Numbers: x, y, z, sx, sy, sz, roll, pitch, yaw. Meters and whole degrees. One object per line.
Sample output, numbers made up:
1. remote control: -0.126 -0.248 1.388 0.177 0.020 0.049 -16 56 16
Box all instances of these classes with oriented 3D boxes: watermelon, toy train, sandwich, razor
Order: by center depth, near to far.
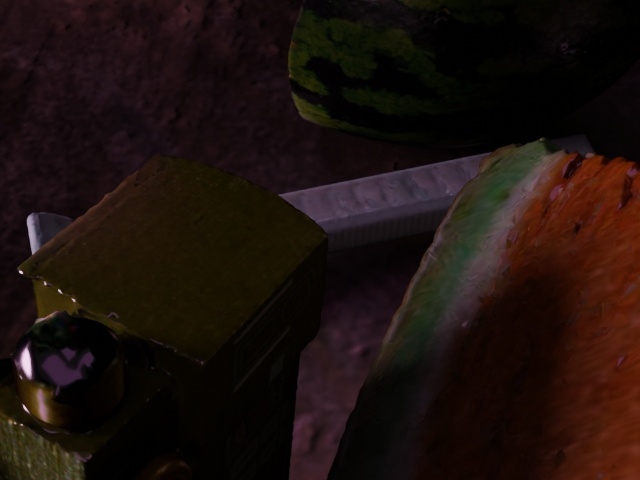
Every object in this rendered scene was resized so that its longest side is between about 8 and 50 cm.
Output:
1. sandwich: 0.096 0.071 0.428 0.109 0.212 0.292 36 79 -20
2. toy train: -0.064 0.091 0.435 0.090 0.225 0.137 25 46 19
3. watermelon: 0.055 -0.090 0.569 0.193 0.145 0.137 12 28 -31
4. razor: 0.000 -0.007 0.580 0.278 0.056 0.111 -16 55 -4
